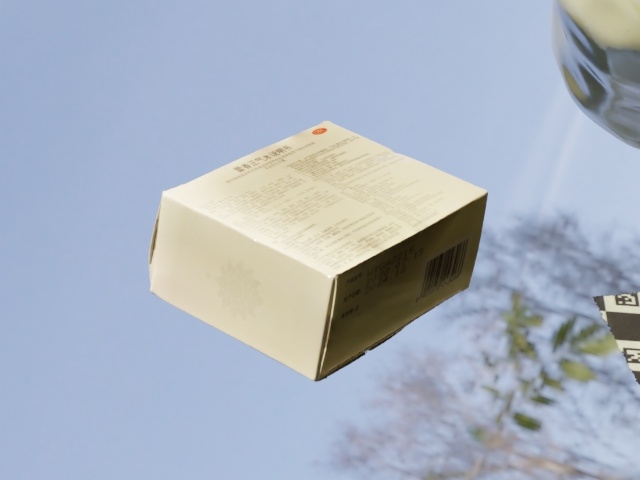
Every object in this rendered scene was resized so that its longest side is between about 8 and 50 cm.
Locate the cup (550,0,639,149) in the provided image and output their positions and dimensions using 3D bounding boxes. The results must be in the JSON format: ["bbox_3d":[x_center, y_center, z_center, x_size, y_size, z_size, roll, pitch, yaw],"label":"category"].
[{"bbox_3d":[0.261,-0.136,0.967,0.173,0.255,0.202,-65,-12,-8],"label":"cup"}]

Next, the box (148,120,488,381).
[{"bbox_3d":[0.000,0.000,1.246,0.212,0.168,0.095,-27,-43,-48],"label":"box"}]

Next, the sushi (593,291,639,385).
[{"bbox_3d":[0.399,0.110,1.459,0.279,0.192,0.043,-4,-55,-12],"label":"sushi"}]
